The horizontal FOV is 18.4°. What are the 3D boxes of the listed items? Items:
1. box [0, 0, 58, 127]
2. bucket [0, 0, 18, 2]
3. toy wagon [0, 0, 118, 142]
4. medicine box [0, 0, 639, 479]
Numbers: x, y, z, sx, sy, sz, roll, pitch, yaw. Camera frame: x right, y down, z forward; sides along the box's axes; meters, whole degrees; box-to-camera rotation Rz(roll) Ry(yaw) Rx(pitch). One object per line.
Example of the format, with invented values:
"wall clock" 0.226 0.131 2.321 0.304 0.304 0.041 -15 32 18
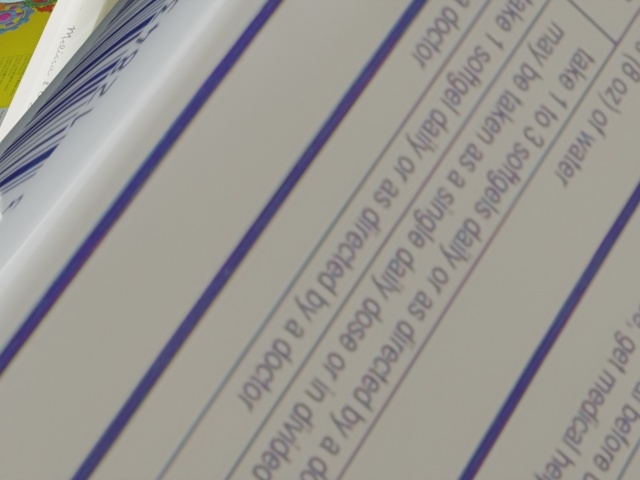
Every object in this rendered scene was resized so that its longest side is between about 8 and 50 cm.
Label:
"box" -0.235 -0.191 1.248 0.290 0.177 0.279 -49 58 53
"bucket" -0.161 -0.174 0.569 0.281 0.281 0.183 58 -168 -83
"toy wagon" 0.000 0.000 0.936 0.344 0.068 0.267 34 -110 -37
"medicine box" 0.059 0.051 0.464 0.289 0.263 0.149 41 153 -13
